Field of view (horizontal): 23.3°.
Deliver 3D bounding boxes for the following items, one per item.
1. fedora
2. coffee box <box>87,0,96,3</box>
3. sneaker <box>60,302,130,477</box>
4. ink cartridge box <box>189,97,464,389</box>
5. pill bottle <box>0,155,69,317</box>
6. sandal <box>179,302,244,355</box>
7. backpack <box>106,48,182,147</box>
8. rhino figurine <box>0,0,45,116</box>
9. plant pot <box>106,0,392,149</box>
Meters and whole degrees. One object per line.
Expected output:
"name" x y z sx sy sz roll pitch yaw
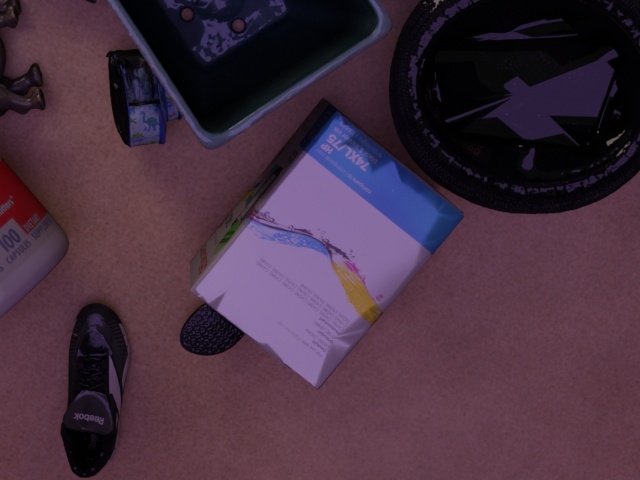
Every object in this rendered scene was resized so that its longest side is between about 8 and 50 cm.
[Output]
"fedora" 0.243 -0.192 1.845 0.334 0.152 0.334 -1 106 -3
"coffee box" -0.328 -0.372 1.843 0.184 0.040 0.113 24 84 -7
"sneaker" -0.289 0.199 1.983 0.078 0.106 0.234 5 105 -2
"ink cartridge box" 0.000 0.000 1.861 0.197 0.198 0.270 39 94 -10
"pill bottle" -0.510 -0.077 1.844 0.229 0.229 0.408 -37 102 10
"sandal" -0.107 0.078 1.988 0.179 0.040 0.067 -45 107 -3
"backpack" -0.210 -0.172 1.880 0.084 0.105 0.114 -6 104 -11
"rhino figurine" -0.415 -0.262 1.873 0.106 0.073 0.243 -16 100 1
"plant pot" -0.106 -0.280 1.763 0.248 0.252 0.247 -34 103 -3
